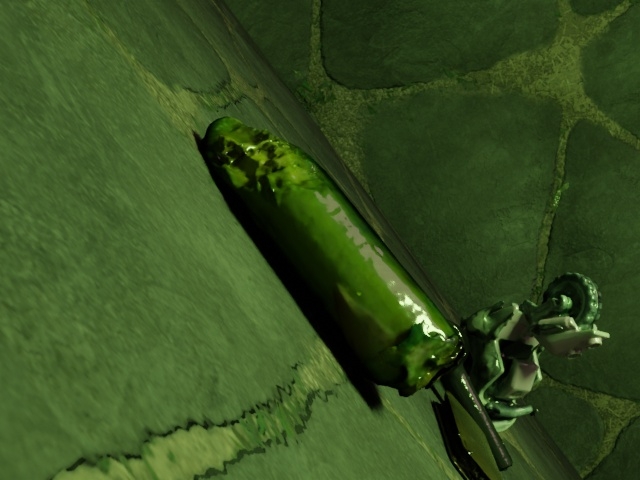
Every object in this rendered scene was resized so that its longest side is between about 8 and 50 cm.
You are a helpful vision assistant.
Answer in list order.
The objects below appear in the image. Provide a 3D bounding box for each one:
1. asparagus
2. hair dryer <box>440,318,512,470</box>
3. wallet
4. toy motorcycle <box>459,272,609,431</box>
[{"bbox_3d":[0.000,0.000,1.015,0.382,0.108,0.128,52,2,9],"label":"asparagus"},{"bbox_3d":[0.211,0.231,1.421,0.251,0.089,0.197,64,7,10],"label":"hair dryer"},{"bbox_3d":[0.198,0.275,1.247,0.110,0.031,0.198,51,8,-11],"label":"wallet"},{"bbox_3d":[0.322,0.189,1.518,0.143,0.327,0.188,15,53,-37],"label":"toy motorcycle"}]
